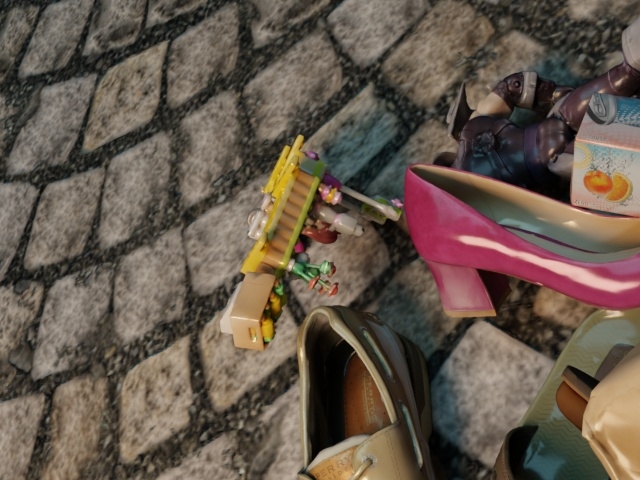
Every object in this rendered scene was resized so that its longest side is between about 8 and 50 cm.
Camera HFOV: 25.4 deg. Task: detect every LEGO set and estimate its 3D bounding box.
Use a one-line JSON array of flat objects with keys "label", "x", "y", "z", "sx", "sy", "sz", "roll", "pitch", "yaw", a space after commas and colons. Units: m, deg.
[{"label": "LEGO set", "x": 0.000, "y": 0.000, "z": 1.151, "sx": 0.132, "sy": 0.107, "sz": 0.287, "roll": -62, "pitch": 8, "yaw": 17}]

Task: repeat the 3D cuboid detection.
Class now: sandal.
[{"label": "sandal", "x": 0.153, "y": 0.164, "z": 0.930, "sx": 0.120, "sy": 0.086, "sz": 0.303, "roll": 11, "pitch": 67, "yaw": 31}]

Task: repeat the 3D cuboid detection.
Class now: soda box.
[{"label": "soda box", "x": 0.263, "y": -0.047, "z": 0.945, "sx": 0.183, "sy": 0.058, "sz": 0.063, "roll": 11, "pitch": 42, "yaw": 17}]

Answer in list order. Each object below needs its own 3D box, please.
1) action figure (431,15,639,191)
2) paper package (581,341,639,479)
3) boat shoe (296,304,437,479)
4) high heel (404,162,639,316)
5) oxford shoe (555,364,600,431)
[{"label": "action figure", "x": 0.189, "y": -0.073, "z": 1.082, "sx": 0.285, "sy": 0.099, "sz": 0.185, "roll": -23, "pitch": 56, "yaw": 36}, {"label": "paper package", "x": 0.338, "y": 0.027, "z": 0.662, "sx": 0.325, "sy": 0.309, "sz": 0.168, "roll": -36, "pitch": 84, "yaw": 36}, {"label": "boat shoe", "x": 0.033, "y": 0.182, "z": 1.037, "sx": 0.113, "sy": 0.103, "sz": 0.302, "roll": -33, "pitch": 44, "yaw": 22}, {"label": "high heel", "x": 0.177, "y": -0.016, "z": 0.988, "sx": 0.244, "sy": 0.117, "sz": 0.082, "roll": -6, "pitch": 25, "yaw": 32}, {"label": "oxford shoe", "x": 0.205, "y": 0.167, "z": 0.855, "sx": 0.076, "sy": 0.076, "sz": 0.212, "roll": -45, "pitch": 69, "yaw": 15}]
